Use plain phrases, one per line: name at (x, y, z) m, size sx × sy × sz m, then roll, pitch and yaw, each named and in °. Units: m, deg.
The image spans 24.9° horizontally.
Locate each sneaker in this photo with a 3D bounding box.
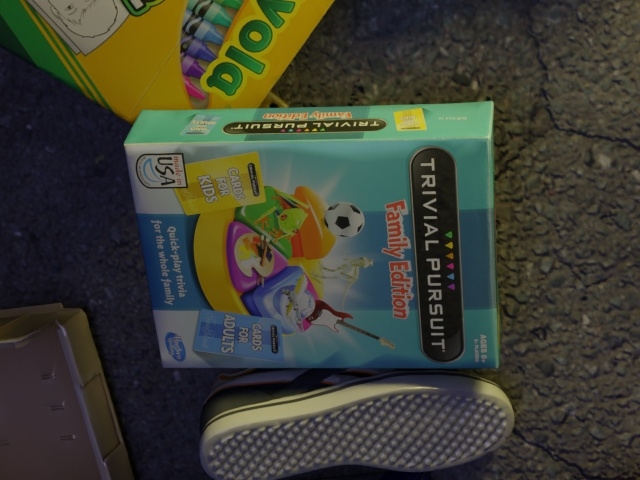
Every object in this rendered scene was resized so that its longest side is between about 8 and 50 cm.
sneaker at (0.033, 0.164, 1.502) m, size 0.321 × 0.127 × 0.126 m, roll -4°, pitch 125°, yaw -3°

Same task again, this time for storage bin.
storage bin at (-0.373, 0.222, 1.678) m, size 0.260 × 0.123 × 0.262 m, roll -7°, pitch 106°, yaw 24°

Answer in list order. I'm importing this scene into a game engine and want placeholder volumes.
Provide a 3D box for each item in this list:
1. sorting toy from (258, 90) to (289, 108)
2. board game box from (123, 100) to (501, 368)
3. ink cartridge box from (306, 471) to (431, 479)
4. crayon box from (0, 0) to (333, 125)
sorting toy at (-0.031, -0.028, 1.493) m, size 0.132 × 0.046 × 0.274 m, roll -28°, pitch 97°, yaw 28°
board game box at (0.000, 0.000, 1.387) m, size 0.336 × 0.079 × 0.253 m, roll -1°, pitch 121°, yaw 9°
ink cartridge box at (0.008, 0.405, 1.587) m, size 0.396 × 0.151 × 0.270 m, roll -10°, pitch 106°, yaw 23°
crayon box at (-0.134, -0.292, 1.339) m, size 0.313 × 0.106 × 0.363 m, roll 31°, pitch 117°, yaw -14°
